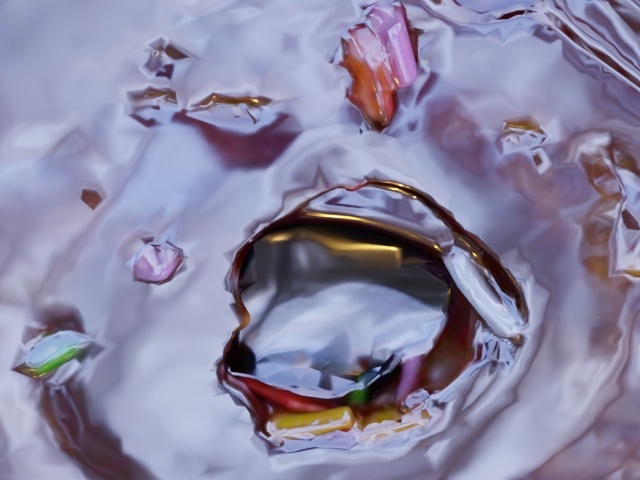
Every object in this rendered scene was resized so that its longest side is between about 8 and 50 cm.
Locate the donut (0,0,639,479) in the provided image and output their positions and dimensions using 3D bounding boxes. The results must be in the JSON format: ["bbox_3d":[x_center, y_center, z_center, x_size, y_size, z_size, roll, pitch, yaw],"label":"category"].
[{"bbox_3d":[0.000,0.000,0.431,0.235,0.089,0.235,-4,127,-5],"label":"donut"}]
